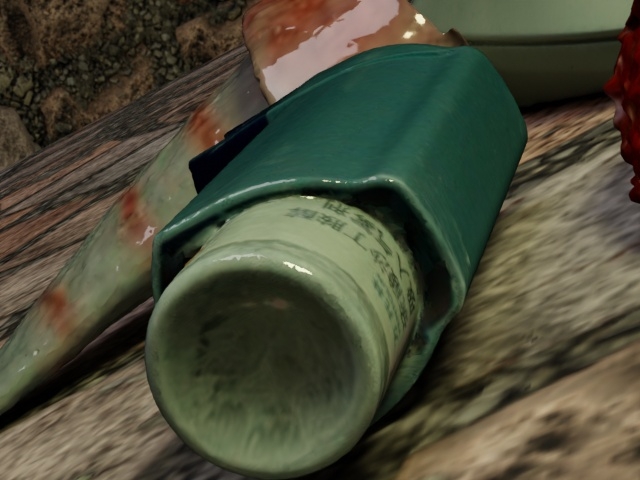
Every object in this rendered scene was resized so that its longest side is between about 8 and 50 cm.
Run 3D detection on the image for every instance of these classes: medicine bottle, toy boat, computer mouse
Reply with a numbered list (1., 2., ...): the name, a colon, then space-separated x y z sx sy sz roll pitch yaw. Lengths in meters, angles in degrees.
1. medicine bottle: 0.000 0.000 0.520 0.124 0.079 0.258 -26 11 18
2. toy boat: -0.062 -0.015 0.751 0.282 0.096 0.206 -44 20 2
3. computer mouse: 0.141 -0.138 0.779 0.159 0.097 0.288 -30 9 -19

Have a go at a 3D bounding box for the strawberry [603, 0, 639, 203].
1. strawberry: 0.146 -0.078 0.506 0.192 0.085 0.140 -33 13 -15

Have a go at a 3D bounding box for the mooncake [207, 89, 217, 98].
1. mooncake: -0.028 -0.057 0.986 0.150 0.057 0.347 -19 12 -22
